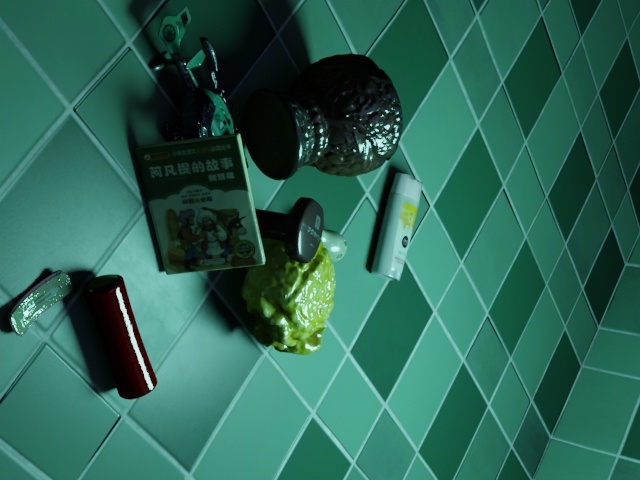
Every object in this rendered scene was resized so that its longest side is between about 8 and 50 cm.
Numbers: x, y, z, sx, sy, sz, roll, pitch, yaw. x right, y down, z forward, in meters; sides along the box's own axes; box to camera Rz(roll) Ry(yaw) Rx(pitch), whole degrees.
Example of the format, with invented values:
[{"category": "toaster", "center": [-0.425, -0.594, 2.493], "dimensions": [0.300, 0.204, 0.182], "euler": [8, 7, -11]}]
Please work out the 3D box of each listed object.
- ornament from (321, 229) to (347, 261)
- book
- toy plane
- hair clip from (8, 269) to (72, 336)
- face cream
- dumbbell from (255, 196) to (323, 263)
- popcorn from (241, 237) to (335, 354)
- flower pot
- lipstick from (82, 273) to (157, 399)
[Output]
[{"category": "ornament", "center": [0.000, 0.000, 2.159], "dimensions": [0.081, 0.075, 0.156], "euler": [-49, 139, 3]}, {"category": "book", "center": [-0.227, -0.066, 1.781], "dimensions": [0.027, 0.201, 0.264], "euler": [-74, 156, -66]}, {"category": "toy plane", "center": [-0.230, -0.256, 1.811], "dimensions": [0.155, 0.106, 0.382], "euler": [-55, 134, -38]}, {"category": "hair clip", "center": [-0.487, 0.107, 1.615], "dimensions": [0.137, 0.022, 0.054], "euler": [-48, 132, -34]}, {"category": "face cream", "center": [0.196, -0.035, 2.392], "dimensions": [0.107, 0.073, 0.269], "euler": [29, 73, -58]}, {"category": "dumbbell", "center": [-0.114, -0.033, 1.876], "dimensions": [0.140, 0.225, 0.124], "euler": [40, 62, -69]}, {"category": "popcorn", "center": [-0.073, 0.116, 2.000], "dimensions": [0.225, 0.173, 0.286], "euler": [-10, 108, -62]}, {"category": "flower pot", "center": [-0.006, -0.249, 1.971], "dimensions": [0.267, 0.266, 0.267], "euler": [-19, 111, -37]}, {"category": "lipstick", "center": [-0.370, 0.179, 1.729], "dimensions": [0.080, 0.080, 0.241], "euler": [-36, 124, -42]}]
